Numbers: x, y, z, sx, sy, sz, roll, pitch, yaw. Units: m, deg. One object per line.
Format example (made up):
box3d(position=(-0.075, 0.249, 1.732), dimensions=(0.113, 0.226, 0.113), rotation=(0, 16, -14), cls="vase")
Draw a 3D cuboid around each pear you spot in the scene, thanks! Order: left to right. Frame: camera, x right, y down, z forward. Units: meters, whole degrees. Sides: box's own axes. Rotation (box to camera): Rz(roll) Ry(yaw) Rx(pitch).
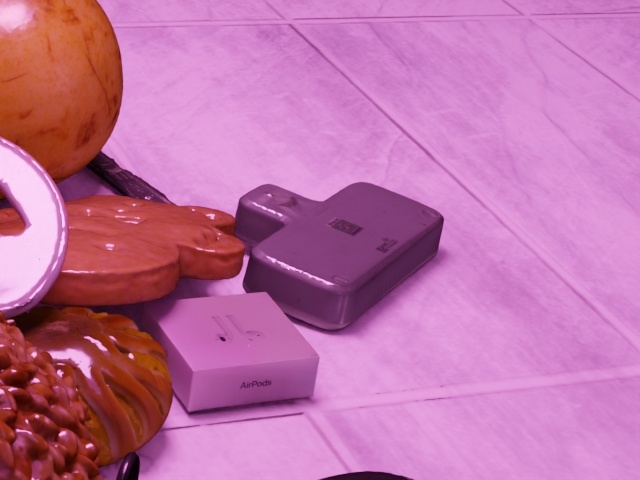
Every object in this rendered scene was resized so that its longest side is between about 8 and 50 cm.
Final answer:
box3d(position=(-0.350, -0.174, 2.054), dimensions=(0.281, 0.280, 0.280), rotation=(7, 26, -3), cls="pear")

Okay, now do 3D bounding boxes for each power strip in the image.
box3d(position=(0.000, 0.001, 2.028), dimensions=(0.194, 0.059, 0.265), rotation=(24, 29, 20), cls="power strip")

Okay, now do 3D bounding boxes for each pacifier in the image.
box3d(position=(-0.378, -0.005, 1.626), dimensions=(0.332, 0.220, 0.273), rotation=(-26, 7, -25), cls="pacifier")

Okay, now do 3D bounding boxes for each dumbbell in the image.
box3d(position=(-0.187, 0.201, 1.548), dimensions=(0.147, 0.069, 0.069), rotation=(11, 26, 4), cls="dumbbell")

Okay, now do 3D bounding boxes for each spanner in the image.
box3d(position=(-0.234, -0.072, 2.148), dimensions=(0.093, 0.026, 0.325), rotation=(-15, 35, -37), cls="spanner")

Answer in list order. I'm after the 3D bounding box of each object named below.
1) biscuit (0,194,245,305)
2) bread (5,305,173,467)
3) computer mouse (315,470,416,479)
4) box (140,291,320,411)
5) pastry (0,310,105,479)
box3d(position=(-0.218, 0.001, 1.881), dimensions=(0.275, 0.052, 0.355), rotation=(9, 12, 19), cls="biscuit")
box3d(position=(-0.234, 0.123, 1.661), dimensions=(0.213, 0.104, 0.213), rotation=(9, 28, -5), cls="bread")
box3d(position=(0.030, 0.252, 1.478), dimensions=(0.170, 0.100, 0.269), rotation=(22, 29, 30), cls="computer mouse")
box3d(position=(-0.088, 0.105, 1.797), dimensions=(0.130, 0.051, 0.129), rotation=(-5, 29, -26), cls="box")
box3d(position=(-0.349, 0.160, 1.351), dimensions=(0.410, 0.245, 0.409), rotation=(15, 24, -7), cls="pastry")
